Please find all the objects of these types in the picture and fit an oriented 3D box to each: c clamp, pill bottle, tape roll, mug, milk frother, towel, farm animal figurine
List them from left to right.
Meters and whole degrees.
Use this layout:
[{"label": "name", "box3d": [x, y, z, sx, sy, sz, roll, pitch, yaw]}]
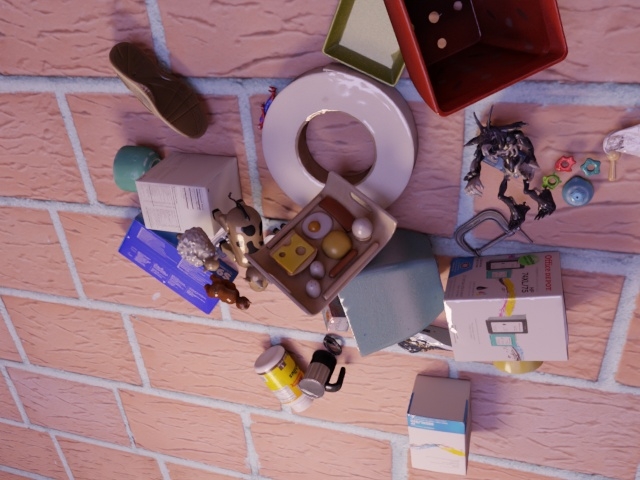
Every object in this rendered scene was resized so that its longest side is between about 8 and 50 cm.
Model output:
[{"label": "mug", "box3d": [-0.495, -0.198, 1.648, 0.097, 0.158, 0.129, 7, 99, 13]}, {"label": "farm animal figurine", "box3d": [-0.158, 0.031, 1.505, 0.172, 0.330, 0.327, 35, 158, 48]}, {"label": "pill bottle", "box3d": [-0.112, 0.454, 1.917, 0.117, 0.117, 0.215, -24, 111, 31]}, {"label": "milk frother", "box3d": [0.004, 0.390, 1.822, 0.129, 0.135, 0.143, -7, 118, 23]}, {"label": "tape roll", "box3d": [0.045, -0.234, 1.448, 0.392, 0.072, 0.392, 10, 123, 15]}, {"label": "c clamp", "box3d": [0.426, -0.007, 1.483, 0.160, 0.022, 0.137, -31, 107, 32]}, {"label": "towel", "box3d": [0.420, -0.196, 1.361, 0.119, 0.029, 0.067, 28, 126, 0]}]

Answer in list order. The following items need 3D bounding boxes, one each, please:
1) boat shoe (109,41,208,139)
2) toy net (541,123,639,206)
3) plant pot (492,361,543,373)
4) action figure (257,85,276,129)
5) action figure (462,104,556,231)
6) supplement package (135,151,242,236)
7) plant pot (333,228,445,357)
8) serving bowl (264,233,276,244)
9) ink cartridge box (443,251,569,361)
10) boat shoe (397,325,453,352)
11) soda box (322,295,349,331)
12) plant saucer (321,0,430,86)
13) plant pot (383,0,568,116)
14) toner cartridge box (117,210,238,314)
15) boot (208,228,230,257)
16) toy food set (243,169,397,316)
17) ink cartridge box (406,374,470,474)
[{"label": "boat shoe", "box3d": [-0.415, -0.376, 1.519, 0.302, 0.109, 0.098, 42, 165, -9]}, {"label": "toy net", "box3d": [0.607, -0.177, 1.298, 0.122, 0.045, 0.232, 40, 124, 4]}, {"label": "plant pot", "box3d": [0.519, 0.276, 1.566, 0.134, 0.134, 0.095, -5, 113, 23]}, {"label": "action figure", "box3d": [-0.138, -0.329, 1.477, 0.030, 0.038, 0.115, 10, 126, -13]}, {"label": "action figure", "box3d": [0.408, -0.153, 1.289, 0.164, 0.141, 0.276, -19, 116, 42]}, {"label": "supplement package", "box3d": [-0.346, -0.129, 1.583, 0.203, 0.194, 0.149, 7, 123, 17]}, {"label": "plant pot", "box3d": [0.184, 0.107, 1.521, 0.252, 0.247, 0.248, -16, 116, 8]}, {"label": "serving bowl", "box3d": [-0.124, 0.014, 1.695, 0.083, 0.027, 0.083, 9, 123, 14]}, {"label": "ink cartridge box", "box3d": [0.467, 0.166, 1.470, 0.270, 0.198, 0.197, -5, 118, 22]}, {"label": "boat shoe", "box3d": [0.312, 0.292, 1.695, 0.183, 0.065, 0.083, 18, 127, 17]}, {"label": "soda box", "box3d": [0.035, 0.168, 1.639, 0.063, 0.183, 0.058, 4, 128, -17]}, {"label": "plant saucer", "box3d": [0.120, -0.463, 1.290, 0.188, 0.045, 0.188, 26, 126, 2]}, {"label": "plant pot", "box3d": [0.259, -0.423, 1.115, 0.267, 0.236, 0.267, -26, 112, -2]}, {"label": "toner cartridge box", "box3d": [-0.440, 0.067, 1.817, 0.348, 0.075, 0.165, 36, 125, -5]}, {"label": "boot", "box3d": [-0.268, -0.013, 1.701, 0.086, 0.069, 0.190, 39, 145, -14]}, {"label": "toy food set", "box3d": [0.000, 0.000, 1.372, 0.220, 0.306, 0.092, 40, 164, 20]}, {"label": "ink cartridge box", "box3d": [0.362, 0.555, 1.773, 0.168, 0.171, 0.233, 2, 121, 19]}]
